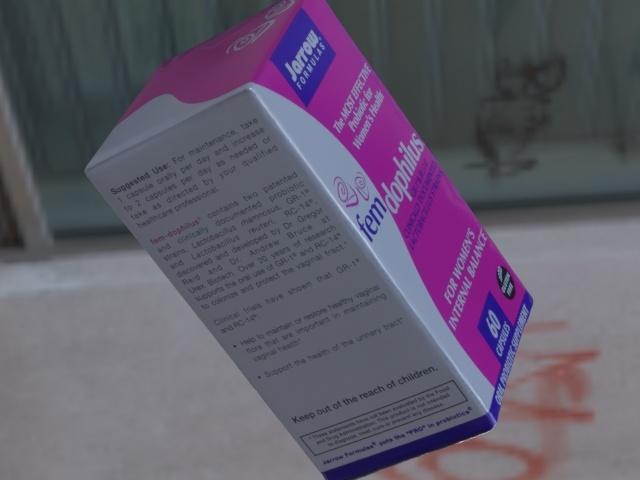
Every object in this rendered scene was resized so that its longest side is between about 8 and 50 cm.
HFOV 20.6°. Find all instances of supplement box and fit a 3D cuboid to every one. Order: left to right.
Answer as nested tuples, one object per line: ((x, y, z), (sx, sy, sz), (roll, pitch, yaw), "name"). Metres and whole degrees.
((0.000, 0.000, 0.903), (0.220, 0.114, 0.111), (52, 34, -20), "supplement box")
